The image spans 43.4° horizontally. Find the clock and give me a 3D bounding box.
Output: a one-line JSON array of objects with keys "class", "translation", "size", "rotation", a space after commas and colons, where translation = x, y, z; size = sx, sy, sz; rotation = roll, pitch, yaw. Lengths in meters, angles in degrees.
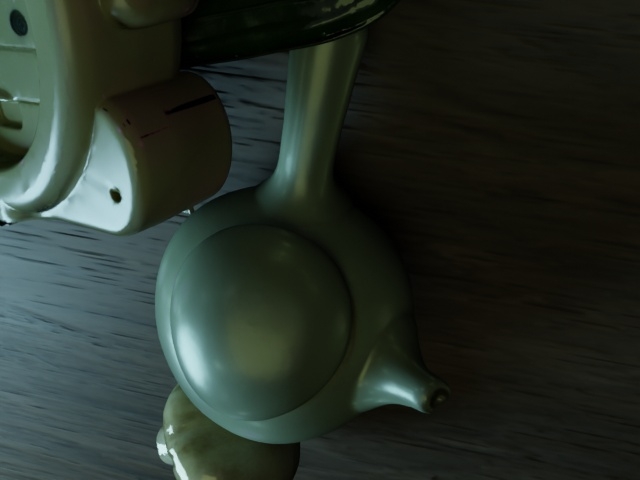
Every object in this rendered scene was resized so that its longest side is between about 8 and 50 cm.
[{"class": "clock", "translation": [-0.203, -0.167, 0.540], "size": [0.284, 0.114, 0.309], "rotation": [14, 121, 37]}]

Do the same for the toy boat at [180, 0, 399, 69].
[{"class": "toy boat", "translation": [-0.036, -0.171, 0.534], "size": [0.210, 0.052, 0.104], "rotation": [-1, 79, 31]}]

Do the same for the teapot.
[{"class": "teapot", "translation": [-0.038, 0.001, 0.617], "size": [0.220, 0.149, 0.318], "rotation": [-13, 92, 8]}]

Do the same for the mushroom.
[{"class": "mushroom", "translation": [-0.087, 0.179, 0.731], "size": [0.122, 0.154, 0.154], "rotation": [-17, 114, 18]}]
